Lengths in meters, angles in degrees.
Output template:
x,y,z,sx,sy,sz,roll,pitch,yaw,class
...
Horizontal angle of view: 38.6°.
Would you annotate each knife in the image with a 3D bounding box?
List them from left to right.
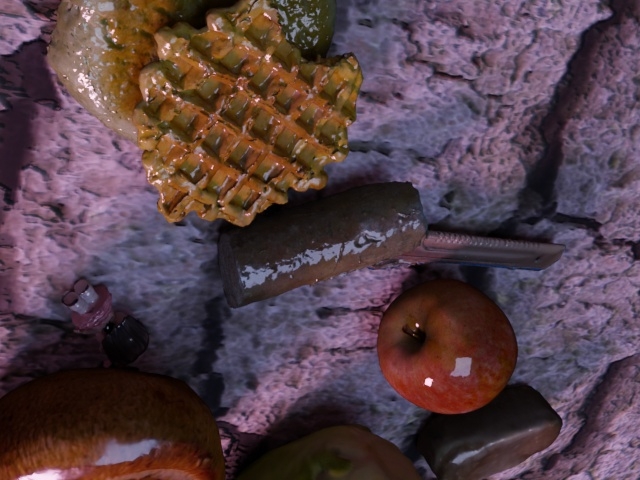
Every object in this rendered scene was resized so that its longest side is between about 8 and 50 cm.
x,y,z,sx,sy,sz,roll,pitch,yaw,class
0.212,0.015,1.308,0.365,0.043,0.089,2,152,-33,knife

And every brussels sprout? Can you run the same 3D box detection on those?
x,y,z,sx,sy,sz,roll,pitch,yaw,class
-0.012,0.451,1.320,0.315,0.276,0.371,14,112,-39,brussels sprout

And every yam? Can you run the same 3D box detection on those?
x,y,z,sx,sy,sz,roll,pitch,yaw,class
0.000,0.000,1.133,0.259,0.106,0.106,-17,128,-17,yam

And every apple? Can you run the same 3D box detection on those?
x,y,z,sx,sy,sz,roll,pitch,yaw,class
0.179,0.149,1.280,0.174,0.188,0.188,23,108,-46,apple

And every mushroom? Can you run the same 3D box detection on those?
x,y,z,sx,sy,sz,roll,pitch,yaw,class
-0.245,0.293,1.080,0.345,0.260,0.345,-13,150,-8,mushroom

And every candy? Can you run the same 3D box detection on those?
x,y,z,sx,sy,sz,roll,pitch,yaw,class
0.279,0.322,1.505,0.234,0.104,0.102,-12,125,-22,candy

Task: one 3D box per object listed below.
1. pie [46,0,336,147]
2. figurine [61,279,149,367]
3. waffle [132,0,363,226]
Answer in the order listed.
x,y,z,sx,sy,sz,roll,pitch,yaw,class
-0.118,-0.230,0.939,0.323,0.070,0.323,-19,132,-22,pie
-0.256,0.105,1.090,0.072,0.054,0.129,-53,135,-21,figurine
-0.070,-0.134,0.966,0.291,0.051,0.291,-19,133,-22,waffle
